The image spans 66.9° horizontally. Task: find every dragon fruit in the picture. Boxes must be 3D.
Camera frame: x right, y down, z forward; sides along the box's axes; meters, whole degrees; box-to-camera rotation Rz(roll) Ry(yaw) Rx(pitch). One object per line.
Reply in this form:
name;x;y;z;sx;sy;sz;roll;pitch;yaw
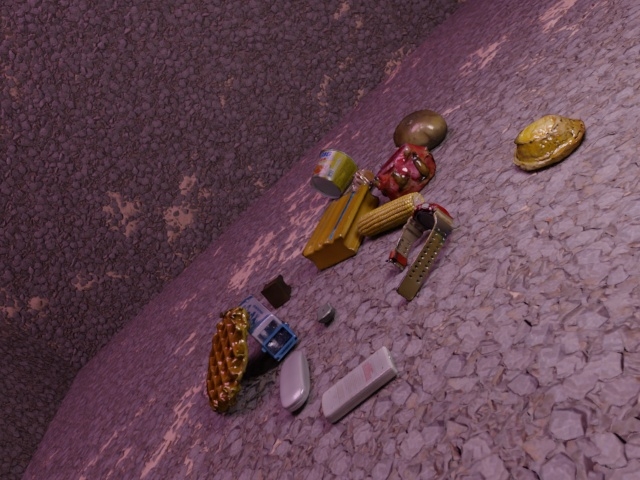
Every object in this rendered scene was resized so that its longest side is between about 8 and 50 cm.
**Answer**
dragon fruit;0.274;-0.236;1.657;0.282;0.147;0.211;-47;19;-15

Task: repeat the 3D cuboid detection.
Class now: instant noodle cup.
instant noodle cup;0.057;-0.294;2.184;0.205;0.205;0.152;-14;44;57

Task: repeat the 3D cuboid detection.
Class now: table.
table;-0.155;0.181;1.745;0.070;0.083;0.082;-35;13;17

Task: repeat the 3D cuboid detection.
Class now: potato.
potato;0.373;-0.425;1.878;0.192;0.141;0.296;-39;16;5

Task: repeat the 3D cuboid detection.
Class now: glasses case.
glasses case;-0.066;0.352;1.224;0.076;0.049;0.197;-40;18;10

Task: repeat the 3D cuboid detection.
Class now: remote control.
remote control;0.080;0.311;1.040;0.190;0.029;0.087;-41;18;8

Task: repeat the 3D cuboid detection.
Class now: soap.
soap;0.079;-0.052;1.739;0.204;0.096;0.324;-27;24;41

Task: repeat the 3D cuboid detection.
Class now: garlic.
garlic;0.173;-0.233;1.975;0.113;0.094;0.074;-55;-20;-15

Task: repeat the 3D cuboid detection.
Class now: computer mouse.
computer mouse;0.018;0.211;1.392;0.056;0.032;0.110;-42;8;2

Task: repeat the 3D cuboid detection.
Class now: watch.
watch;0.244;0.026;1.254;0.268;0.102;0.165;-57;14;-12

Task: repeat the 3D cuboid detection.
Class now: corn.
corn;0.217;-0.077;1.525;0.249;0.081;0.081;-25;26;45

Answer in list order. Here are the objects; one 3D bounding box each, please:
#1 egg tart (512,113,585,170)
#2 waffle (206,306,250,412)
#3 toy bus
egg tart;0.561;-0.255;1.213;0.191;0.074;0.191;-36;21;16
waffle;-0.276;0.346;1.429;0.325;0.068;0.301;-40;44;52
toy bus;-0.176;0.267;1.516;0.106;0.131;0.297;-46;18;-11
